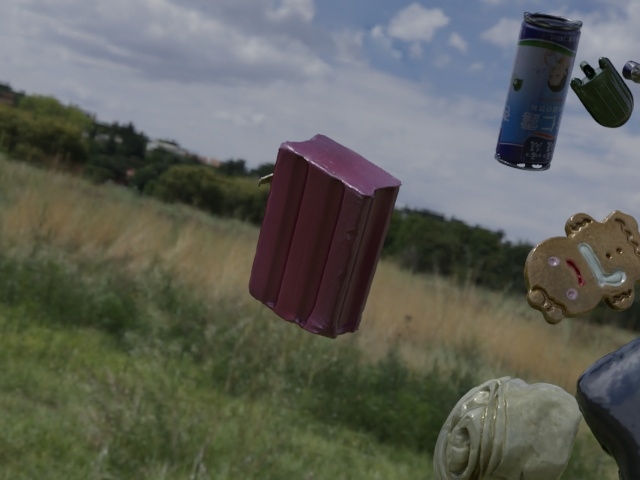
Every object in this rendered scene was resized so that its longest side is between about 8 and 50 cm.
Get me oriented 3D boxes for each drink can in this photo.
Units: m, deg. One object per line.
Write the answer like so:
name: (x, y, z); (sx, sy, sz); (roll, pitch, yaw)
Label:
drink can: (0.341, -0.234, 1.624); (0.097, 0.235, 0.097); (7, 23, -3)

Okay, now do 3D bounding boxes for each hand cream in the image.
hand cream: (0.598, -0.273, 1.817); (0.062, 0.039, 0.163); (16, 20, -39)

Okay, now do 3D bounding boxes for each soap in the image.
soap: (0.000, 0.000, 2.032); (0.233, 0.359, 0.128); (34, 36, 30)

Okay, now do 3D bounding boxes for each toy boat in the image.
toy boat: (0.648, -0.329, 2.344); (0.210, 0.104, 0.052); (42, 15, -36)

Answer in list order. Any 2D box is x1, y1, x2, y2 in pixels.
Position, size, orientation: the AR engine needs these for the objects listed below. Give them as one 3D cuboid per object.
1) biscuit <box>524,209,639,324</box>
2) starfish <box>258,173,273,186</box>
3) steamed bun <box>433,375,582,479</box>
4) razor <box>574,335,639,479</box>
biscuit: (0.452, 0.044, 1.748); (0.249, 0.184, 0.035); (-21, -15, -14)
starfish: (-0.039, -0.147, 2.584); (0.277, 0.062, 0.236); (-20, -36, 25)
steamed bun: (0.329, 0.385, 1.977); (0.203, 0.276, 0.289); (32, -25, -10)
razor: (0.425, 0.142, 0.981); (0.349, 0.204, 0.113); (-32, -28, 21)
